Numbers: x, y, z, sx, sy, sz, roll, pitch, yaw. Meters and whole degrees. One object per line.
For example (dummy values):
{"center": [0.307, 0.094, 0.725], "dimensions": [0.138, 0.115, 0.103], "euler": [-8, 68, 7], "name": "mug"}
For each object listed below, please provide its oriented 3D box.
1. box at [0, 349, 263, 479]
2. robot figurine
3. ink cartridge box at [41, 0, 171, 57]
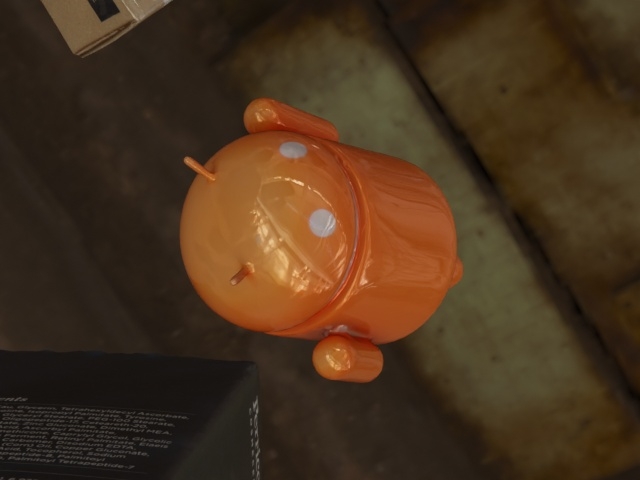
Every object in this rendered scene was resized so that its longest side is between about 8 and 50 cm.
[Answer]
{"center": [-0.228, 0.382, 1.514], "dimensions": [0.472, 0.297, 0.480], "euler": [-55, 145, -74], "name": "box"}
{"center": [0.001, 0.002, 1.159], "dimensions": [0.219, 0.128, 0.158], "euler": [11, 95, -52], "name": "robot figurine"}
{"center": [-0.118, -0.267, 1.251], "dimensions": [0.235, 0.088, 0.193], "euler": [-42, 104, -36], "name": "ink cartridge box"}
